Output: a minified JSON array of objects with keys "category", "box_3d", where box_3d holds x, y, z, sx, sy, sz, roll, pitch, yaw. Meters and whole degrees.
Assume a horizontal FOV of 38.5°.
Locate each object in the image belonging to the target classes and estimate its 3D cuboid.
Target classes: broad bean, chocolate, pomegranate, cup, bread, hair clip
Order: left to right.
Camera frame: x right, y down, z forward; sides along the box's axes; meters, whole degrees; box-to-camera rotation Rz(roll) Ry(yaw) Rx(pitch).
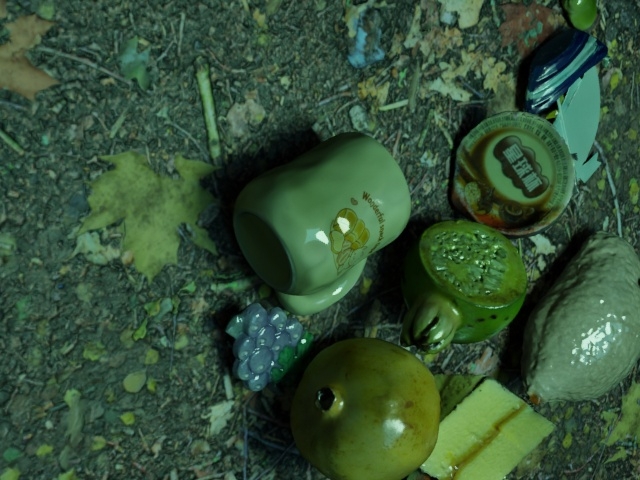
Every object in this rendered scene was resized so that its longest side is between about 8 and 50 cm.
[{"category":"hair clip","box_3d":[-0.078,0.159,1.328,0.124,0.052,0.195,-54,135,-3]},{"category":"cup","box_3d":[-0.012,-0.016,1.283,0.202,0.255,0.173,-32,76,-28]},{"category":"pomegranate","box_3d":[0.070,0.254,1.343,0.233,0.233,0.233,-10,107,-34]},{"category":"pomegranate","box_3d":[0.212,0.097,1.419,0.189,0.241,0.159,12,135,-8]},{"category":"bread","box_3d":[0.270,0.344,1.542,0.240,0.135,0.178,38,61,-37]},{"category":"chocolate","box_3d":[0.328,-0.101,1.493,0.147,0.221,0.221,0,103,-62]},{"category":"broad bean","box_3d":[0.447,-0.399,1.571,0.083,0.045,0.063,39,79,-44]}]

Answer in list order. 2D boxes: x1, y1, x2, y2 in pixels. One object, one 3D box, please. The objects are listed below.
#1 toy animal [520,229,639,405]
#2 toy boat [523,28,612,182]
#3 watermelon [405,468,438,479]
[{"category":"toy animal","box_3d":[0.485,0.167,1.649,0.358,0.188,0.226,-47,118,-17]},{"category":"toy boat","box_3d":[0.452,-0.218,1.610,0.220,0.067,0.291,-42,125,-22]},{"category":"watermelon","box_3d":[0.186,0.442,1.556,0.125,0.094,0.135,-31,113,-17]}]
